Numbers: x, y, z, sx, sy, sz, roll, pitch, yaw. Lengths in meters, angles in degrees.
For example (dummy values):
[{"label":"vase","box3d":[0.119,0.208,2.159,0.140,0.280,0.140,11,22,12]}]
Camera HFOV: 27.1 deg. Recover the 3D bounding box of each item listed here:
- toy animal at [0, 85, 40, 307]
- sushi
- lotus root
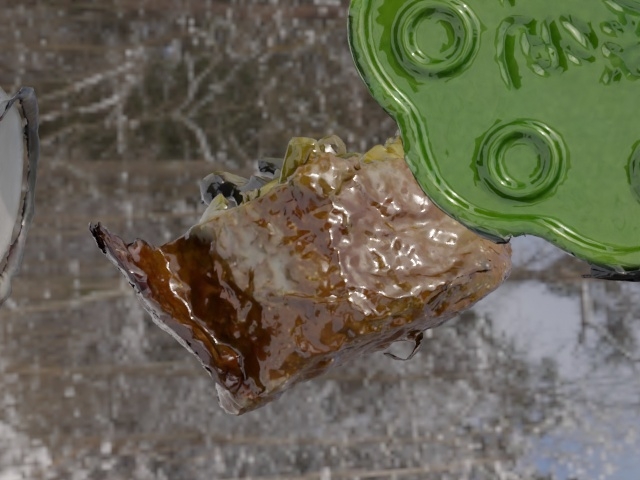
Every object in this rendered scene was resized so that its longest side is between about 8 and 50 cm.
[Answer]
[{"label":"toy animal","box3d":[-0.251,-0.013,0.701,0.325,0.154,0.208,-72,166,-83]},{"label":"sushi","box3d":[0.002,0.000,0.849,0.179,0.296,0.167,63,-20,13]},{"label":"lotus root","box3d":[0.102,-0.083,0.528,0.186,0.186,0.186,179,-90,-71]}]
